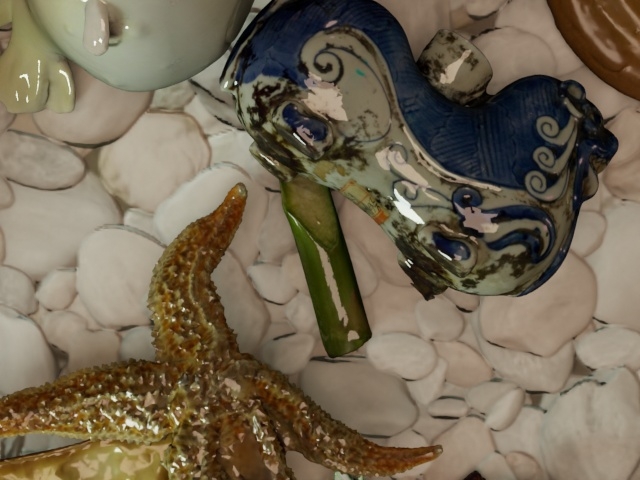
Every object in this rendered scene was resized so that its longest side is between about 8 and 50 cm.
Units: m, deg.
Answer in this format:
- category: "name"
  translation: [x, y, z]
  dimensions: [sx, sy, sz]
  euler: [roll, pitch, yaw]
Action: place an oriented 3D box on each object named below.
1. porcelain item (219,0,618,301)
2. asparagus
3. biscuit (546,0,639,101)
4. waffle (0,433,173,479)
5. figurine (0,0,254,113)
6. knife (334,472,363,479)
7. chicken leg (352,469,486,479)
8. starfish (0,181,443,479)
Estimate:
- category: "porcelain item"
  translation: [0.075, -0.087, 1.180]
  dimensions: [0.288, 0.138, 0.186]
  euler: [37, 77, -1]
- category: "asparagus"
  translation: [0.000, 0.000, 1.239]
  dimensions: [0.041, 0.045, 0.178]
  euler: [-14, 94, 32]
- category: "biscuit"
  translation: [0.292, -0.221, 1.206]
  dimensions: [0.262, 0.037, 0.262]
  euler: [0, 99, 1]
- category: "waffle"
  translation: [-0.177, 0.291, 1.209]
  dimensions: [0.348, 0.077, 0.304]
  euler: [-13, 79, -9]
- category: "figurine"
  translation: [-0.240, -0.215, 1.165]
  dimensions: [0.394, 0.226, 0.274]
  euler: [20, 127, 4]
- category: "knife"
  translation: [0.020, 0.251, 1.265]
  dimensions: [0.030, 0.014, 0.207]
  euler: [4, 115, 7]
- category: "chicken leg"
  translation: [0.062, 0.217, 1.279]
  dimensions: [0.145, 0.037, 0.062]
  euler: [-4, 85, 4]
- category: "starfish"
  translation: [-0.076, 0.155, 1.172]
  dimensions: [0.301, 0.084, 0.293]
  euler: [-40, 82, -17]
